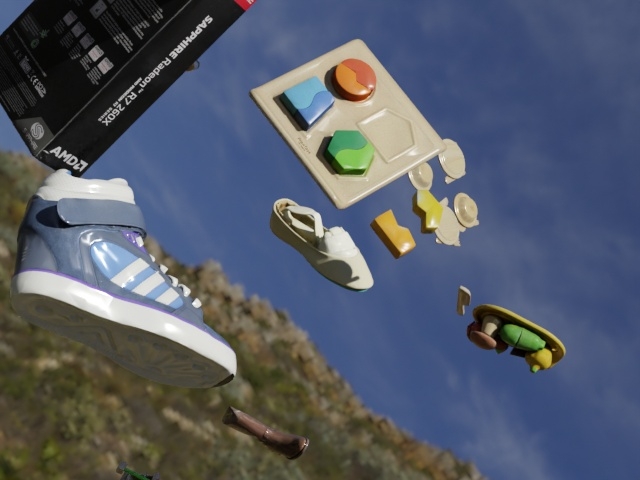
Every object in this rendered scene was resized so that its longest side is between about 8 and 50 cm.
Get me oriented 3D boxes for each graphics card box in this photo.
[{"bbox_3d":[-0.275,-0.286,1.723,0.233,0.371,0.094,50,7,35],"label":"graphics card box"}]

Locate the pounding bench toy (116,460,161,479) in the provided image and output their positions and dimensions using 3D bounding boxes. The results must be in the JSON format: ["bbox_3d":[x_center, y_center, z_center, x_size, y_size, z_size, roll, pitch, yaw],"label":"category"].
[{"bbox_3d":[-0.290,0.394,2.064,0.065,0.052,0.083,1,-57,15],"label":"pounding bench toy"}]

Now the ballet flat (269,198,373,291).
[{"bbox_3d":[0.000,0.000,2.192,0.248,0.086,0.086,34,-38,38],"label":"ballet flat"}]

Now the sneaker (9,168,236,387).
[{"bbox_3d":[-0.232,0.031,1.647,0.130,0.323,0.236,-35,-142,46],"label":"sneaker"}]

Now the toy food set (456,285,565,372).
[{"bbox_3d":[0.320,0.178,2.271,0.218,0.071,0.128,27,-22,8],"label":"toy food set"}]

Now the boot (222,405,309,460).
[{"bbox_3d":[-0.085,0.284,1.917,0.114,0.037,0.106,38,-29,-22],"label":"boot"}]

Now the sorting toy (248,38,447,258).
[{"bbox_3d":[0.072,-0.133,1.779,0.307,0.229,0.041,53,-34,12],"label":"sorting toy"}]

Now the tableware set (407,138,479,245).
[{"bbox_3d":[0.189,-0.074,1.950,0.020,0.141,0.169,-19,-89,41],"label":"tableware set"}]

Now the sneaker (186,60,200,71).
[{"bbox_3d":[-0.248,-0.318,2.250,0.083,0.037,0.032,32,-67,21],"label":"sneaker"}]
